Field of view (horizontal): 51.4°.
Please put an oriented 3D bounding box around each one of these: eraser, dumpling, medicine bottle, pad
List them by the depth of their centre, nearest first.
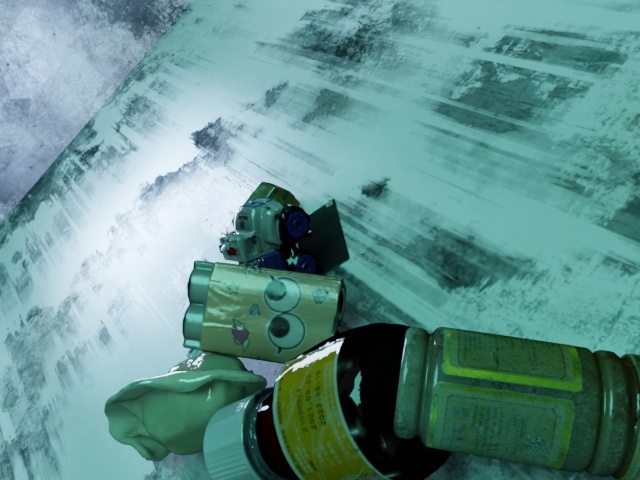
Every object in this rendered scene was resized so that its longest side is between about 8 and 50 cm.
[{"bbox_3d":[0.258,0.198,0.820,0.322,0.151,0.151,7,59,9],"label":"medicine bottle"},{"bbox_3d":[0.000,0.286,1.044,0.395,0.242,0.243,-30,41,40],"label":"medicine bottle"},{"bbox_3d":[-0.105,0.137,1.244,0.290,0.087,0.171,7,86,13],"label":"eraser"},{"bbox_3d":[-0.262,0.289,1.250,0.318,0.243,0.187,-42,37,26],"label":"dumpling"},{"bbox_3d":[0.000,0.000,1.443,0.116,0.004,0.193,-32,43,19],"label":"pad"}]

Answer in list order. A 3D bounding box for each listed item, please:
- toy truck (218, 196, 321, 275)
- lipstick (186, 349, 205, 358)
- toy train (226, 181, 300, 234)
[{"bbox_3d":[-0.121,0.025,1.369,0.177,0.213,0.161,-23,18,-37],"label":"toy truck"},{"bbox_3d":[-0.238,0.206,1.458,0.141,0.040,0.040,-53,40,-6],"label":"lipstick"},{"bbox_3d":[-0.133,-0.047,1.525,0.188,0.099,0.072,-53,40,-8],"label":"toy train"}]
